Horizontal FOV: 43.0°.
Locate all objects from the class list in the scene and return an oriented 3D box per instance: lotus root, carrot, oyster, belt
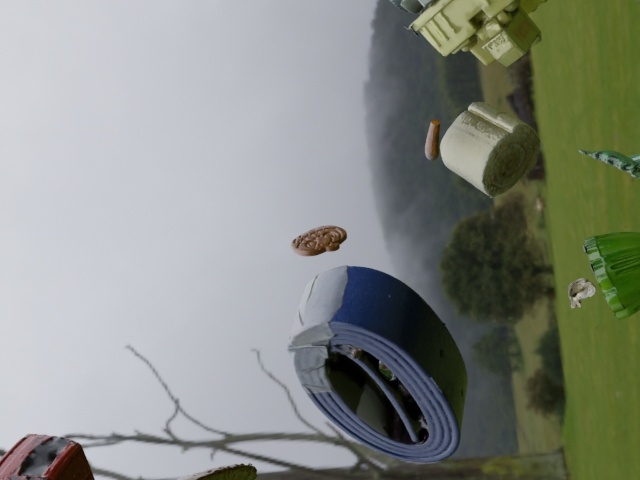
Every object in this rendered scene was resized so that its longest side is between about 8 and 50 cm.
[{"bbox_3d":[0.647,0.050,1.647,0.186,0.186,0.186,-10,-90,-78],"label":"lotus root"},{"bbox_3d":[0.243,-0.214,1.751,0.032,0.032,0.093,-84,-4,-51],"label":"carrot"},{"bbox_3d":[0.612,0.122,1.877,0.083,0.038,0.081,13,113,59],"label":"oyster"},{"bbox_3d":[0.092,0.190,1.206,0.347,0.212,0.117,54,-142,-33],"label":"belt"}]

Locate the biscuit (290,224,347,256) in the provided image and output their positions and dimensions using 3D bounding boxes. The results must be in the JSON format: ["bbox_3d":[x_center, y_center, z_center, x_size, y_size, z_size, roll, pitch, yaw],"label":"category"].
[{"bbox_3d":[0.000,0.000,1.274,0.091,0.078,0.015,-29,-58,-32],"label":"biscuit"}]

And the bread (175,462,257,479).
[{"bbox_3d":[-0.144,0.368,1.132,0.187,0.065,0.103,20,-126,-61],"label":"bread"}]

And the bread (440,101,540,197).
[{"bbox_3d":[0.323,-0.172,1.543,0.134,0.148,0.141,30,-170,-39],"label":"bread"}]

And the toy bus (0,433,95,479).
[{"bbox_3d":[-0.279,0.304,0.868,0.081,0.089,0.195,-57,-39,-59],"label":"toy bus"}]

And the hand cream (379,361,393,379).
[{"bbox_3d":[0.077,0.247,1.411,0.057,0.165,0.037,41,-151,-30],"label":"hand cream"}]

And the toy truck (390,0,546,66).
[{"bbox_3d":[0.174,-0.267,0.865,0.157,0.124,0.272,51,-151,-5],"label":"toy truck"}]

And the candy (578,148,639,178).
[{"bbox_3d":[0.634,-0.097,1.273,0.263,0.397,0.172,25,117,60],"label":"candy"}]
